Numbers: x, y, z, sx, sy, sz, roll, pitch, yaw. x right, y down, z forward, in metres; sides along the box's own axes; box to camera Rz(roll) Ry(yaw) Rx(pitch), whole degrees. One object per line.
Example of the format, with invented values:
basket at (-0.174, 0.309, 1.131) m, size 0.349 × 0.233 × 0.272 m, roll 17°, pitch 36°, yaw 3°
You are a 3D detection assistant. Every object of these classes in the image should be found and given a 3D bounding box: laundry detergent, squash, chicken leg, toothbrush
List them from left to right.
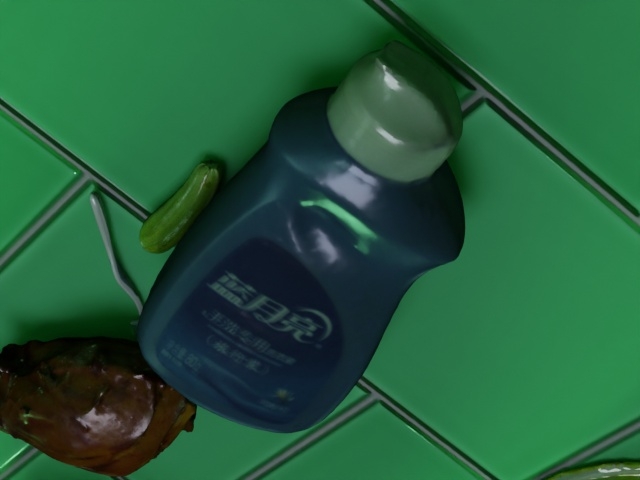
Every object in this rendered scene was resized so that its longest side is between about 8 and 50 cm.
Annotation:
chicken leg at (-0.226, 0.118, 1.181) m, size 0.304 × 0.093 × 0.113 m, roll -2°, pitch 142°, yaw 28°
toothbrush at (-0.136, 0.018, 1.101) m, size 0.013 × 0.011 × 0.131 m, roll -11°, pitch 129°, yaw 2°
squash at (-0.087, -0.020, 1.036) m, size 0.027 × 0.027 × 0.089 m, roll 37°, pitch 130°, yaw -14°
laundry detergent at (0.000, 0.000, 0.973) m, size 0.143 × 0.094 × 0.290 m, roll 30°, pitch 135°, yaw -6°

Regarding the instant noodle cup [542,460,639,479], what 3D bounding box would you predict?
instant noodle cup at (0.221, 0.305, 1.097) m, size 0.264 × 0.200 × 0.264 m, roll 11°, pitch 133°, yaw 12°
